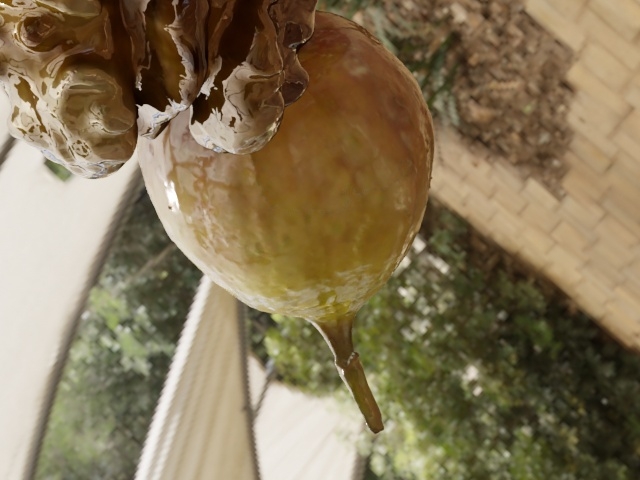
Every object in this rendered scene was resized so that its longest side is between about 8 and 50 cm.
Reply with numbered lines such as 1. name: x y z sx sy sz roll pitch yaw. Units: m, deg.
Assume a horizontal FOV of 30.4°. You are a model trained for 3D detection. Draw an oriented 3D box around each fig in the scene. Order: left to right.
1. fig: 0.000 0.000 0.668 0.159 0.159 0.257 33 143 61

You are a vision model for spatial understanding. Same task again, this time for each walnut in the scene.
1. walnut: -0.050 -0.093 0.406 0.069 0.142 0.170 -124 29 -46
